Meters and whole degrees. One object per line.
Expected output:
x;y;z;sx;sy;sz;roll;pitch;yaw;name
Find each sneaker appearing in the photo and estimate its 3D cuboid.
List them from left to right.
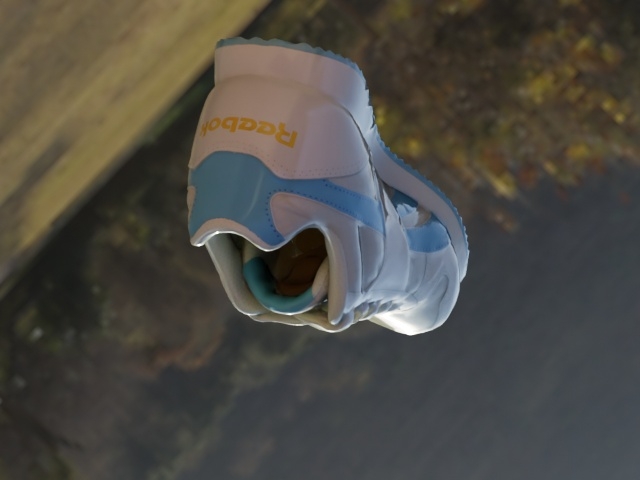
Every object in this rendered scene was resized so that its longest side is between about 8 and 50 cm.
0.000;0.000;0.845;0.229;0.087;0.092;47;53;-58;sneaker
